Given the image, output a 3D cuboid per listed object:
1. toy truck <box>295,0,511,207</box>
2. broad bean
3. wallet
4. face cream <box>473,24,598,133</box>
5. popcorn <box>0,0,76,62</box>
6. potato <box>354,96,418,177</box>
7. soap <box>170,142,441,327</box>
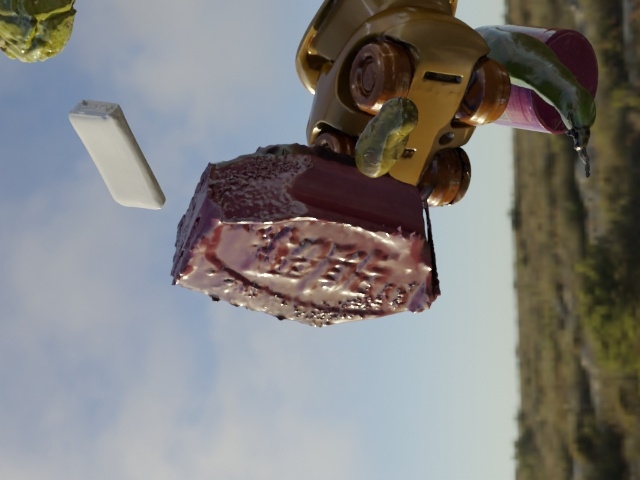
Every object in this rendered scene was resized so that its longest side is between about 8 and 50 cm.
[{"bbox_3d":[0.092,-0.182,1.504,0.288,0.204,0.212,-65,35,35],"label":"toy truck"},{"bbox_3d":[0.282,-0.201,1.560,0.067,0.075,0.325,52,-174,-37],"label":"broad bean"},{"bbox_3d":[-0.289,-0.122,1.755,0.033,0.095,0.190,-57,-42,-35],"label":"wallet"},{"bbox_3d":[0.341,-0.276,2.083,0.175,0.195,0.175,-12,-70,-37],"label":"face cream"},{"bbox_3d":[-0.342,-0.273,1.455,0.121,0.116,0.106,49,-113,-26],"label":"popcorn"},{"bbox_3d":[0.065,-0.104,1.209,0.092,0.045,0.046,-61,0,31],"label":"potato"},{"bbox_3d":[0.000,0.000,1.347,0.112,0.289,0.182,-92,26,-43],"label":"soap"}]
